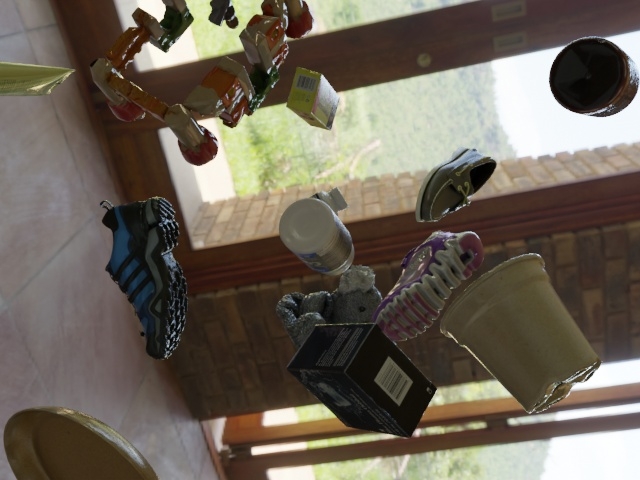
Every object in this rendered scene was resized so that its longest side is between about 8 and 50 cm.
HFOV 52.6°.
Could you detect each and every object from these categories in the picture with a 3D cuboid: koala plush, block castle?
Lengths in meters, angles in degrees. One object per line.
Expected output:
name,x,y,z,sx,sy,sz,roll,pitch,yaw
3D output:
koala plush,0.036,0.159,1.385,0.196,0.221,0.203,64,-7,-35
block castle,-0.245,-0.415,1.430,0.453,0.303,0.213,-55,164,-10

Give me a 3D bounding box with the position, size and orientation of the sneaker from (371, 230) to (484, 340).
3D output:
sneaker,0.171,0.070,1.117,0.095,0.236,0.104,51,-11,-35

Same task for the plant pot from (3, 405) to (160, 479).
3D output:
plant pot,-0.261,0.278,0.742,0.032,0.236,0.236,-48,131,-53

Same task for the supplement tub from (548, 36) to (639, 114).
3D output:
supplement tub,0.410,-0.234,0.954,0.198,0.106,0.106,-12,92,-57

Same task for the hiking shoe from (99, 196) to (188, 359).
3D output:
hiking shoe,-0.331,0.072,1.216,0.113,0.132,0.304,-9,95,-80

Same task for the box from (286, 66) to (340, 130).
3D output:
box,-0.012,-0.299,1.387,0.232,0.058,0.087,2,104,-79

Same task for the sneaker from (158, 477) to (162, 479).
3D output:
sneaker,-0.350,0.436,0.986,0.118,0.222,0.083,44,-14,-27

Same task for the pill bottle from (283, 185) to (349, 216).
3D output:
pill bottle,-0.009,-0.081,1.815,0.094,0.169,0.094,60,4,-8

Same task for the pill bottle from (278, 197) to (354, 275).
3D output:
pill bottle,0.000,0.000,0.898,0.137,0.078,0.078,47,33,-65

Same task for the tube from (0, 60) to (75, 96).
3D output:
tube,-0.539,-0.272,1.092,0.240,0.070,0.062,-17,123,-58

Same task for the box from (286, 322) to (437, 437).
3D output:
box,0.060,0.209,0.978,0.156,0.158,0.093,47,61,-19

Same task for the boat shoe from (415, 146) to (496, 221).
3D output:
boat shoe,0.315,-0.129,1.500,0.305,0.091,0.109,-42,140,-43

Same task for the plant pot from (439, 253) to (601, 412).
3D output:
plant pot,0.533,0.256,1.666,0.305,0.333,0.334,56,-7,31
